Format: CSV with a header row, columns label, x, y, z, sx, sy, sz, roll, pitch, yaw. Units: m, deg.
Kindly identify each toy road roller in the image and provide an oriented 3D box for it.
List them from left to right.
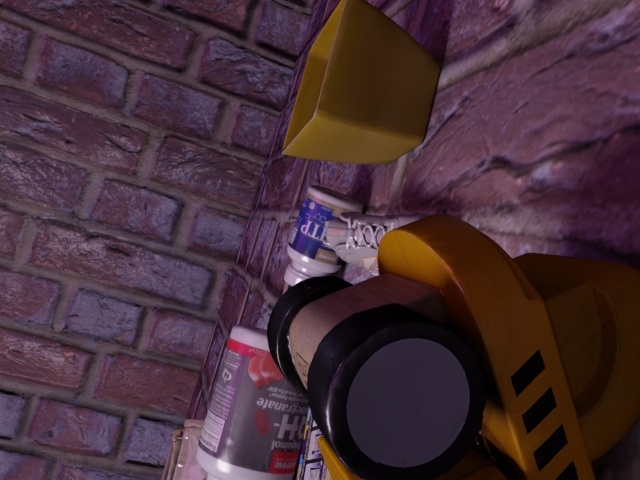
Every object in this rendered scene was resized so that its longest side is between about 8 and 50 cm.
label,x,y,z,sx,sy,sz,roll,pitch,yaw
toy road roller,0.121,0.141,0.428,0.202,0.240,0.330,-166,56,-76

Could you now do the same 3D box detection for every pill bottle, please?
label,x,y,z,sx,sy,sz,roll,pitch,yaw
pill bottle,-0.112,0.320,1.036,0.176,0.176,0.319,169,117,-74
pill bottle,0.000,0.000,1.125,0.112,0.112,0.187,-123,51,-72

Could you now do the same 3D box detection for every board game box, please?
label,x,y,z,sx,sy,sz,roll,pitch,yaw
board game box,0.017,0.291,0.846,0.141,0.048,0.170,136,149,-58

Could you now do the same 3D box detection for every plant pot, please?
label,x,y,z,sx,sy,sz,roll,pitch,yaw
plant pot,0.072,-0.236,0.979,0.212,0.187,0.212,158,128,-72

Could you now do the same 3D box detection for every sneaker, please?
label,x,y,z,sx,sy,sz,roll,pitch,yaw
sneaker,0.073,0.004,0.825,0.262,0.121,0.099,165,120,-73

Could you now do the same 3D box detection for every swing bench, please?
label,x,y,z,sx,sy,sz,roll,pitch,yaw
swing bench,-0.303,0.592,1.467,0.255,0.165,0.253,131,153,-57
